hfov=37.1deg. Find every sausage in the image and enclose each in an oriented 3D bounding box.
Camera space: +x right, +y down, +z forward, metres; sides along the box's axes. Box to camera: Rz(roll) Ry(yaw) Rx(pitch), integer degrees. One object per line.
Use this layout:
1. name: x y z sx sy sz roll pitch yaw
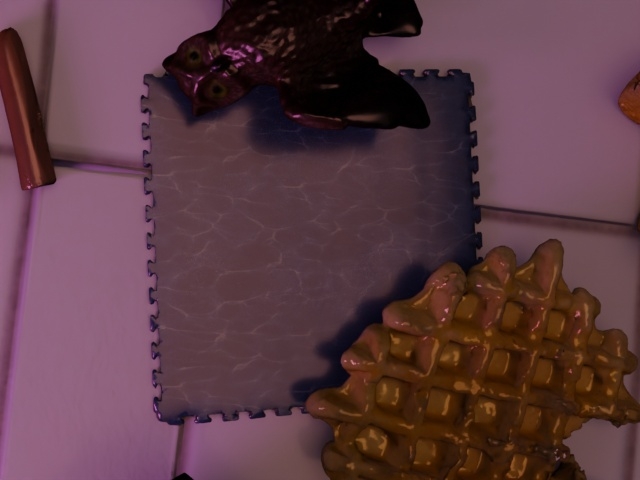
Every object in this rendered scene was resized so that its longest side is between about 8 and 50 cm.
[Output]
1. sausage: -0.213 -0.093 0.675 0.026 0.026 0.116 -14 91 -13

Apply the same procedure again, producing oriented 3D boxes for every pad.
1. pad: 0.000 0.000 0.730 0.270 0.012 0.269 -4 90 -14

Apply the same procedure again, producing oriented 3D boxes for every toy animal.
1. toy animal: -0.018 -0.148 0.696 0.179 0.116 0.218 -31 80 8

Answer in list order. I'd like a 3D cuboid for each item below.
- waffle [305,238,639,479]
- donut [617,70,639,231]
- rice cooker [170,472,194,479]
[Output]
1. waffle: 0.129 0.135 0.727 0.261 0.056 0.250 -30 102 -9
2. donut: 0.319 -0.073 0.778 0.146 0.078 0.181 -11 85 -14
3. rice cooker: -0.082 0.294 0.583 0.224 0.267 0.267 -45 98 -15
